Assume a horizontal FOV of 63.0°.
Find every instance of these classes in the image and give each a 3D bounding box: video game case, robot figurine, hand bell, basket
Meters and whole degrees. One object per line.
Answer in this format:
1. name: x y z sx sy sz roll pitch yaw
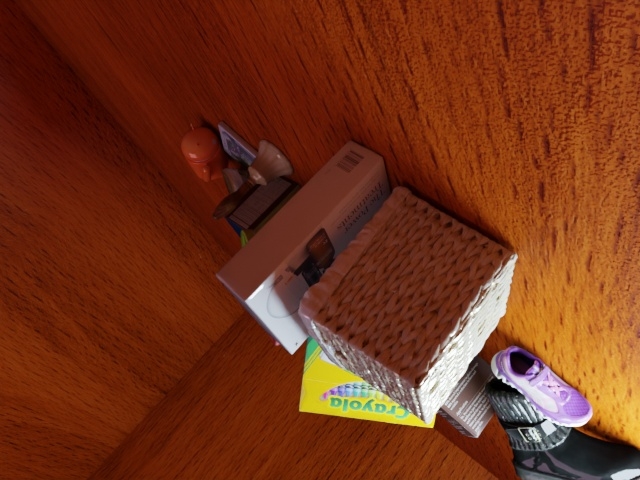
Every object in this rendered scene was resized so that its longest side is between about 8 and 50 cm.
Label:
1. video game case: -0.230 -0.260 1.594 0.190 0.022 0.173 41 166 7
2. robot figurine: -0.376 -0.282 1.709 0.128 0.158 0.219 20 159 17
3. hand bell: -0.200 -0.145 1.398 0.126 0.242 0.126 40 165 13
4. basket: 0.179 0.141 1.037 0.266 0.331 0.328 33 163 28

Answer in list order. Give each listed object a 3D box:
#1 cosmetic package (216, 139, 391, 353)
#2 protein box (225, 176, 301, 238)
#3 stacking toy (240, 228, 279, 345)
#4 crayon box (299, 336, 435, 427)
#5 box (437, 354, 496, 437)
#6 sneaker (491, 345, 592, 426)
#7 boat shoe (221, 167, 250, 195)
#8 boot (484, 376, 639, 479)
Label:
1. cosmetic package: -0.001 0.024 1.077 0.097 0.377 0.284 36 165 29
2. protein box: -0.138 -0.060 1.557 0.136 0.201 0.200 32 162 38
3. stacking toy: -0.104 0.105 1.352 0.309 0.130 0.279 -150 49 -68
4. crayon box: 0.140 0.313 1.378 0.363 0.313 0.106 7 -164 1
5. box: 0.346 0.378 1.545 0.381 0.191 0.143 41 166 10
6. sneaker: 0.500 0.322 1.183 0.236 0.095 0.104 36 157 29
7. boat shoe: -0.266 -0.199 1.731 0.277 0.096 0.098 178 70 -81
8. boot: 0.582 0.451 1.252 0.348 0.131 0.260 -15 94 41
